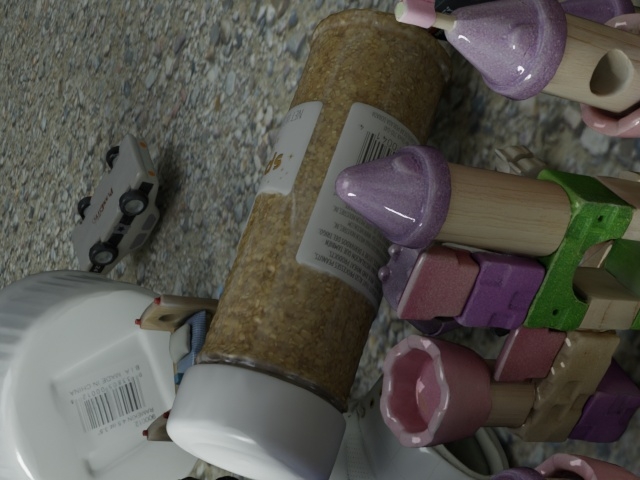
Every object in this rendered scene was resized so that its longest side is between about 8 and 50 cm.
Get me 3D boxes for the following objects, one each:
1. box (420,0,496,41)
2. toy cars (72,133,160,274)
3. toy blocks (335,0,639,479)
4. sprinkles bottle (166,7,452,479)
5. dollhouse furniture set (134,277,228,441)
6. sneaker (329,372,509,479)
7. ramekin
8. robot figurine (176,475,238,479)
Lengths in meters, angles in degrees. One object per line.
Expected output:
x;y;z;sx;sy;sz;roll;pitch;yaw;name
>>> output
0.138;-0.278;0.873;0.233;0.044;0.159;-35;55;53;box
-0.263;0.063;1.479;0.176;0.087;0.394;10;89;56;toy cars
0.105;-0.006;0.653;0.309;0.260;0.289;53;130;51;toy blocks
0.000;0.000;0.867;0.121;0.121;0.355;-22;44;57;sprinkles bottle
-0.080;0.101;1.091;0.183;0.128;0.129;-43;48;49;dollhouse furniture set
0.039;0.142;0.909;0.292;0.108;0.169;44;120;44;sneaker
-0.247;0.168;1.239;0.135;0.277;0.277;-4;80;52;ramekin
-0.129;0.315;1.016;0.085;0.291;0.211;11;85;31;robot figurine
